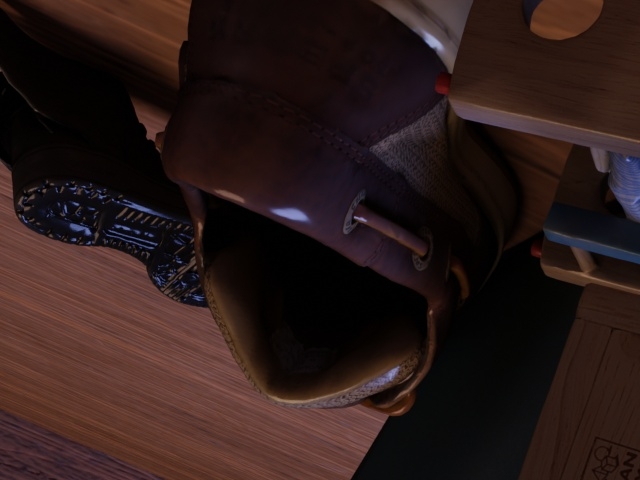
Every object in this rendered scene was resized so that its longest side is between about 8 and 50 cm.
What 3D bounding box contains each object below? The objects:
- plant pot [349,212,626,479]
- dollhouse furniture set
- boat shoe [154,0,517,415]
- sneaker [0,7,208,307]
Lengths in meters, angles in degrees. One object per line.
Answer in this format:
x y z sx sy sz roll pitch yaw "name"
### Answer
0.124 0.089 0.619 0.165 0.165 0.234 33 160 -1 "plant pot"
0.092 0.026 0.421 0.129 0.184 0.129 15 164 25 "dollhouse furniture set"
0.000 0.000 0.577 0.123 0.123 0.342 20 165 7 "boat shoe"
-0.089 -0.035 0.693 0.051 0.089 0.170 -37 140 25 "sneaker"
